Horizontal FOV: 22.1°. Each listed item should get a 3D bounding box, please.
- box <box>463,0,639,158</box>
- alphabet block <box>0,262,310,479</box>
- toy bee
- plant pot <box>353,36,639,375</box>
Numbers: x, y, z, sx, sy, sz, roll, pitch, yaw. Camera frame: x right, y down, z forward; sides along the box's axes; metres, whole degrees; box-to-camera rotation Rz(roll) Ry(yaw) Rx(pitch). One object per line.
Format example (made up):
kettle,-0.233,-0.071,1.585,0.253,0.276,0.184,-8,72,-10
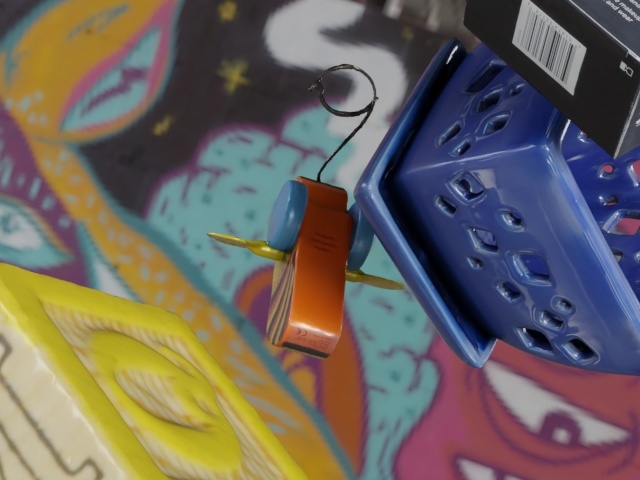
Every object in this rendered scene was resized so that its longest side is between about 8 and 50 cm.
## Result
box,0.208,-0.160,1.100,0.156,0.158,0.093,47,-30,27
alphabet block,-0.146,0.156,0.933,0.193,0.197,0.192,49,15,29
toy bee,0.000,0.000,1.654,0.195,0.298,0.162,34,-32,-1
plant pot,0.174,-0.043,1.310,0.212,0.236,0.236,-10,-54,39
